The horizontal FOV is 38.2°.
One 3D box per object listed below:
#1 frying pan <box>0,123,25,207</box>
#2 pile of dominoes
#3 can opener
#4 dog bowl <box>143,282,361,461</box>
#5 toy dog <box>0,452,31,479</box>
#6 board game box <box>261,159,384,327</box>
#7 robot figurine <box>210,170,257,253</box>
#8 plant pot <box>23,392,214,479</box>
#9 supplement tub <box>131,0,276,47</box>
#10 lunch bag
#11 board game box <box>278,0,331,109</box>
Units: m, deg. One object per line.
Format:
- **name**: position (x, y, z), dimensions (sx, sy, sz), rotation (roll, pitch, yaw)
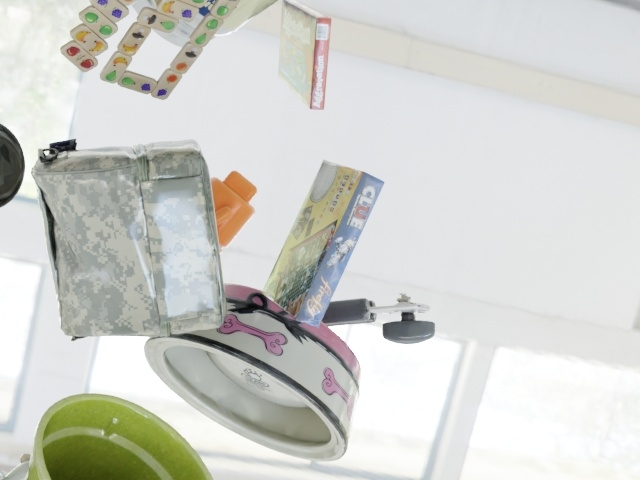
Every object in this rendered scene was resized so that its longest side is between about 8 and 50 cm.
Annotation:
- **frying pan**: position (-0.744, -0.104, 2.016), dimensions (0.197, 0.326, 0.053), rotation (23, -170, 13)
- **pile of dominoes**: position (-0.236, -0.296, 1.297), dimensions (0.196, 0.251, 0.040), rotation (11, -134, -39)
- **can opener**: position (0.078, 0.151, 1.771), dimensions (0.280, 0.093, 0.074), rotation (-2, 166, 21)
- **dog bowl**: position (-0.107, 0.233, 1.676), dimensions (0.408, 0.150, 0.408), rotation (22, 151, 13)
- **toy dog**: position (-0.778, 0.530, 2.032), dimensions (0.334, 0.220, 0.161), rotation (-6, -127, -19)
- **board game box**: position (0.000, 0.000, 1.443), dimensions (0.042, 0.243, 0.165), rotation (24, -178, -24)
- **robot figurine**: position (-0.232, -0.051, 2.021), dimensions (0.128, 0.219, 0.158), rotation (40, 180, -43)
- **plant pot**: position (-0.315, 0.392, 1.231), dimensions (0.276, 0.254, 0.276), rotation (34, -160, -14)
- **supplement tub**: position (-0.141, -0.474, 1.462), dimensions (0.325, 0.235, 0.235), rotation (-30, 162, 31)
- **lunch bag**: position (-0.295, -0.005, 1.425), dimensions (0.256, 0.305, 0.212), rotation (-9, -162, -13)
- **board game box**: position (-0.031, -0.322, 1.560), dimensions (0.027, 0.145, 0.281), rotation (1, -160, -14)
